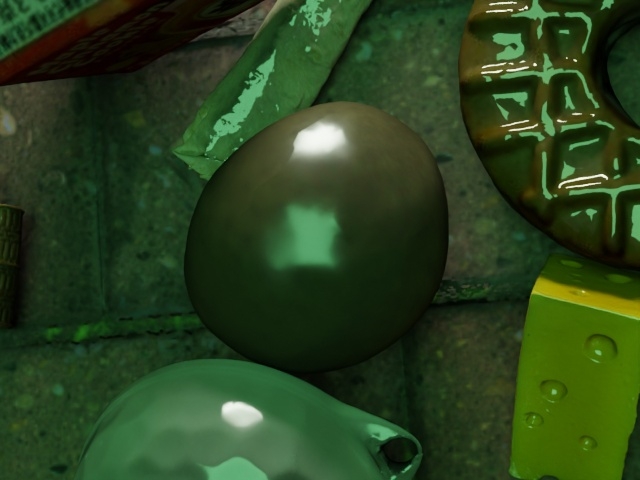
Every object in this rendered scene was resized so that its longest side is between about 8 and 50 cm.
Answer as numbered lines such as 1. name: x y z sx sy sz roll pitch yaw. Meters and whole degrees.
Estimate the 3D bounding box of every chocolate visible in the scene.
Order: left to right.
1. chocolate: -0.145 -0.211 0.982 0.237 0.235 0.108 -21 90 25

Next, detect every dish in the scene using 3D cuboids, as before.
1. dish: -0.072 0.235 0.931 0.303 0.120 0.303 5 109 15

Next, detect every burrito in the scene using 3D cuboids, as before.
1. burrito: -0.023 -0.166 1.059 0.082 0.059 0.275 32 90 7

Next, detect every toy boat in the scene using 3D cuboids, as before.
1. toy boat: -0.305 0.042 1.084 0.088 0.068 0.226 3 82 7

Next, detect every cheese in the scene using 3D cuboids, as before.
1. cheese: 0.201 0.112 0.970 0.093 0.126 0.171 10 105 14

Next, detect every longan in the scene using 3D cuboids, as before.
1. longan: 0.000 0.000 0.962 0.220 0.196 0.196 -41 76 0

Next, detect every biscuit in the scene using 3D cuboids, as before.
1. biscuit: 0.268 -0.131 0.968 0.332 0.103 0.332 -2 81 13
